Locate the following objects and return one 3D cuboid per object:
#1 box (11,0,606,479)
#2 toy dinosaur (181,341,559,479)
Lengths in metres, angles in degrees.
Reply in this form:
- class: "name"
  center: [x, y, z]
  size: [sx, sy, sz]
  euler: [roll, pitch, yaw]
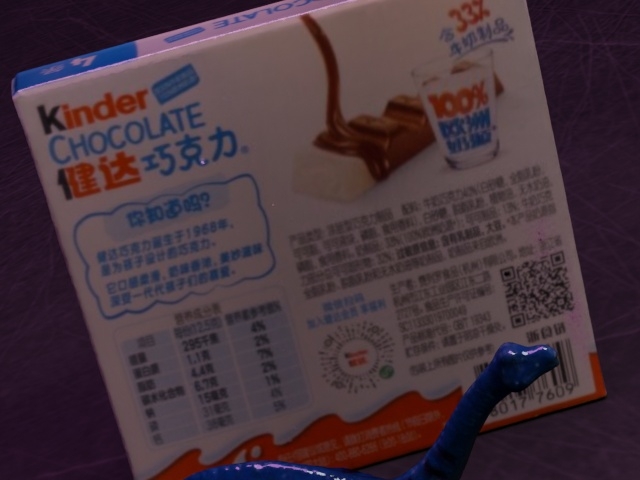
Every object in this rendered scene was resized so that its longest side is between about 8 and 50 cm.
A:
- class: "box"
  center: [0.000, 0.000, 1.024]
  size: [0.273, 0.265, 0.048]
  euler: [-15, 22, -2]
- class: "toy dinosaur"
  center: [-0.017, 0.151, 0.886]
  size: [0.329, 0.144, 0.076]
  euler: [-19, 24, 22]
